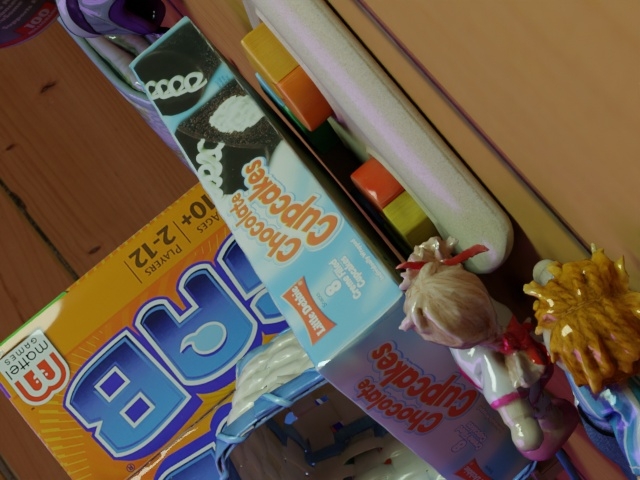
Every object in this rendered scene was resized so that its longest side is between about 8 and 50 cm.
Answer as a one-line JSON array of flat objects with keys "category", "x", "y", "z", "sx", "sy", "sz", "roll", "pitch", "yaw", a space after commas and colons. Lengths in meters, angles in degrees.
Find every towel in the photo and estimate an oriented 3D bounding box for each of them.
[{"category": "towel", "x": -0.277, "y": -0.268, "z": 1.399, "sx": 0.374, "sy": 0.090, "sz": 0.320, "roll": 49, "pitch": 178, "yaw": 17}]

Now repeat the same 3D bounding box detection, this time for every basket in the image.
[{"category": "basket", "x": 0.052, "y": 0.167, "z": 0.736, "sx": 0.201, "sy": 0.254, "sz": 0.289, "roll": 56, "pitch": -169, "yaw": -24}]

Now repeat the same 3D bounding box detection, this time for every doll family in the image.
[{"category": "doll family", "x": 0.122, "y": 0.084, "z": 0.358, "sx": 0.163, "sy": 0.118, "sz": 0.263, "roll": 46, "pitch": -162, "yaw": -51}]

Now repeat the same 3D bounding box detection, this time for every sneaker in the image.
[{"category": "sneaker", "x": -0.183, "y": -0.258, "z": 0.793, "sx": 0.098, "sy": 0.083, "sz": 0.224, "roll": 11, "pitch": 150, "yaw": 16}]

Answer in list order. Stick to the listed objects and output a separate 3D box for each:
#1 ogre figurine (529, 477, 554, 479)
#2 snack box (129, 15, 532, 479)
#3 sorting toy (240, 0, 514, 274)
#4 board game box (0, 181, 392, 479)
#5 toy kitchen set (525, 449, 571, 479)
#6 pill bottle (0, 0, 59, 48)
[{"category": "ogre figurine", "x": 0.182, "y": 0.266, "z": 1.022, "sx": 0.097, "sy": 0.118, "sz": 0.197, "roll": 52, "pitch": 176, "yaw": 44}, {"category": "snack box", "x": 0.000, "y": 0.000, "z": 0.608, "sx": 0.187, "sy": 0.060, "sz": 0.322, "roll": 45, "pitch": -174, "yaw": -43}, {"category": "sorting toy", "x": 0.018, "y": -0.051, "z": 0.548, "sx": 0.193, "sy": 0.038, "sz": 0.208, "roll": 50, "pitch": 175, "yaw": 3}, {"category": "board game box", "x": -0.073, "y": 0.155, "z": 1.077, "sx": 0.356, "sy": 0.356, "sz": 0.356, "roll": 50, "pitch": 176, "yaw": 5}, {"category": "toy kitchen set", "x": 0.156, "y": 0.175, "z": 0.846, "sx": 0.075, "sy": 0.068, "sz": 0.083, "roll": 52, "pitch": 175, "yaw": -22}, {"category": "pill bottle", "x": -0.362, "y": -0.286, "z": 0.830, "sx": 0.210, "sy": 0.210, "sz": 0.363, "roll": 50, "pitch": -171, "yaw": 1}]
